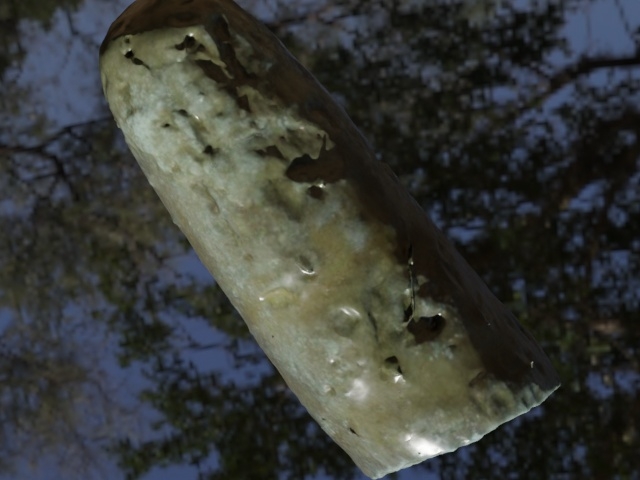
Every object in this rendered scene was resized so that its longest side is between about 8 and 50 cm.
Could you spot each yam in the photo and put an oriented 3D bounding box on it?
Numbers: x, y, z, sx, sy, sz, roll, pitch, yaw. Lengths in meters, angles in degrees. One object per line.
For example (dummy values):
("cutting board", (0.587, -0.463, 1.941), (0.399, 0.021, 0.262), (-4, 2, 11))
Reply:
("yam", (0.000, 0.000, 0.758), (0.133, 0.330, 0.133), (-35, -166, 10))
